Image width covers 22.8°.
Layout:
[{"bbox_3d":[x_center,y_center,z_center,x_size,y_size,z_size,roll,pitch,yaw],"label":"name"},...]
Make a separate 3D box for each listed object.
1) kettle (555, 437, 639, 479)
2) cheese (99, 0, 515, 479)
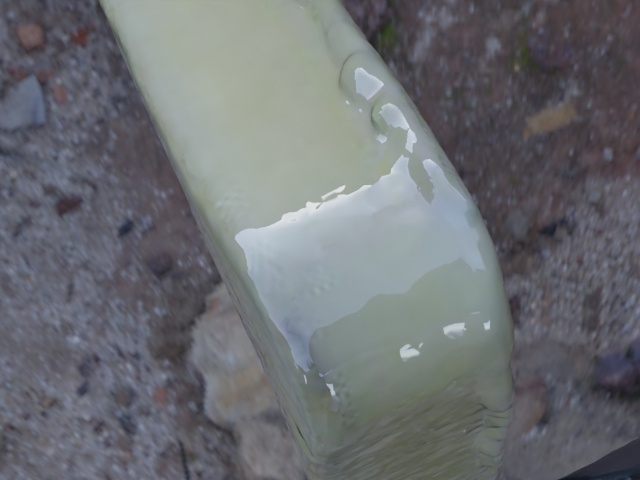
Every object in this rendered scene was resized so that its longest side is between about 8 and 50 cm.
[{"bbox_3d":[0.244,0.105,0.437,0.324,0.228,0.321,-28,45,-36],"label":"kettle"},{"bbox_3d":[0.000,0.001,0.764,0.104,0.384,0.384,-24,72,-4],"label":"cheese"}]
